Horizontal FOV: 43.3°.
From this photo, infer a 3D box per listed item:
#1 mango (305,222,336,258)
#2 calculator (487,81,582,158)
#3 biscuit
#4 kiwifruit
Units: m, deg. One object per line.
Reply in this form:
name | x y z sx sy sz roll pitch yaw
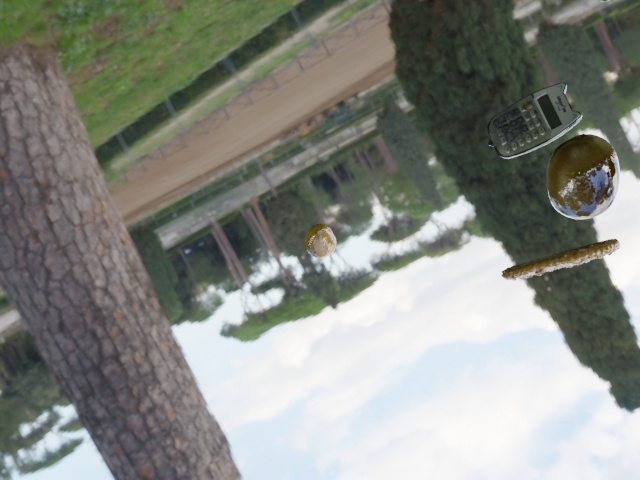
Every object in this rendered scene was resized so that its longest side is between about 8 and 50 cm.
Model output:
mango | 0.000 0.000 1.991 0.079 0.057 0.114 -17 143 -9
calculator | 0.604 -0.338 2.316 0.268 0.177 0.040 -24 145 18
biscuit | 0.507 0.043 1.702 0.254 0.035 0.254 -16 175 -1
kiwifruit | 0.711 -0.177 2.182 0.196 0.233 0.196 -5 -152 3
